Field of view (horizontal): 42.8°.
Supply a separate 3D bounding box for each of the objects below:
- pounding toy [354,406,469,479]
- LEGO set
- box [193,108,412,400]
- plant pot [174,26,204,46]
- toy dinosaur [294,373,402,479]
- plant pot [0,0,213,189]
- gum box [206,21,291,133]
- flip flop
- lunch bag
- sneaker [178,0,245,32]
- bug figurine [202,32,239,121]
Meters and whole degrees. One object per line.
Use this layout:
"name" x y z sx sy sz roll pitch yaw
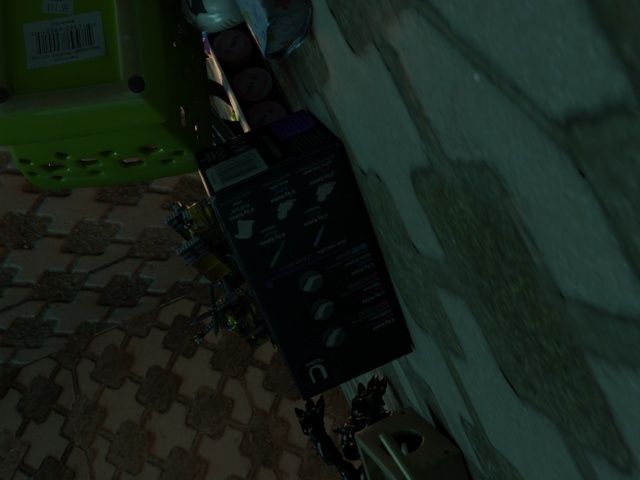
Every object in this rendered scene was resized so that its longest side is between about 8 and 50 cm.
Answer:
"pounding toy" 0.127 0.272 0.927 0.206 0.094 0.181 30 140 65
"LEGO set" -0.127 0.016 1.414 0.192 0.255 0.331 47 -162 -49
"box" -0.020 0.014 0.926 0.165 0.143 0.270 -123 11 -64
"plant pot" -0.289 -0.438 1.518 0.188 0.187 0.167 67 162 -6
"toy dinosaur" 0.081 0.352 1.341 0.218 0.164 0.322 64 178 -12
"plant pot" -0.256 -0.194 0.920 0.207 0.228 0.227 68 -165 -82
"gum box" -0.090 -0.196 1.139 0.107 0.062 0.188 78 167 -67
"flip flop" -0.158 -0.197 1.254 0.112 0.080 0.277 87 157 -49
"lunch bag" -0.044 -0.204 0.711 0.071 0.053 0.083 63 165 11
"sneaker" -0.135 -0.326 0.846 0.153 0.094 0.235 60 -169 -45
"bug figurine" -0.149 -0.267 1.364 0.216 0.072 0.279 -142 29 -79
